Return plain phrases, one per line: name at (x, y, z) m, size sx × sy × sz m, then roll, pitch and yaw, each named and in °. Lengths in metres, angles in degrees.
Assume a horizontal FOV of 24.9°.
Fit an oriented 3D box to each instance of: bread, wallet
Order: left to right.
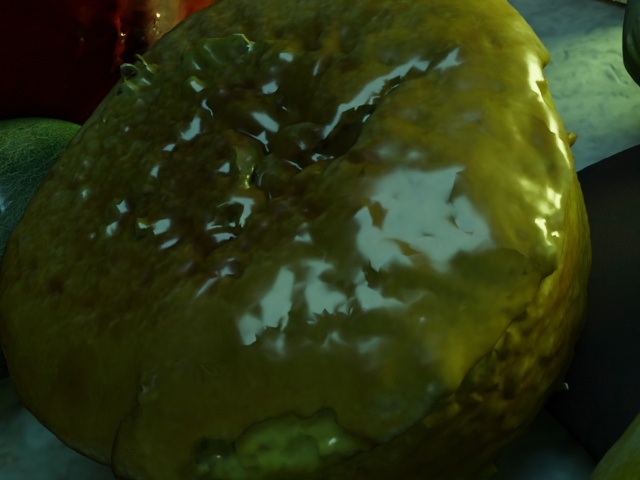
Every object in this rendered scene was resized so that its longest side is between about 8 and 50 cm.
bread at (0.000, 0.000, 0.618) m, size 0.268 × 0.146 × 0.268 m, roll -15°, pitch 50°, yaw 19°
wallet at (0.172, 0.036, 0.638) m, size 0.182 × 0.049 × 0.229 m, roll -28°, pitch 42°, yaw -16°

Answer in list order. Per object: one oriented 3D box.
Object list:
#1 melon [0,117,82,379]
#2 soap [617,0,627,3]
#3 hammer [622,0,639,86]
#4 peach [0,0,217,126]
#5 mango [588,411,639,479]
melon at (-0.162, 0.008, 0.701) m, size 0.114 × 0.114 × 0.167 m, roll 24°, pitch 51°, yaw 34°
soap at (0.137, -0.218, 0.867) m, size 0.183 × 0.121 × 0.064 m, roll 24°, pitch 54°, yaw 33°
hammer at (0.329, -0.137, 0.724) m, size 0.335 × 0.119 × 0.206 m, roll 12°, pitch 85°, yaw 5°
peach at (-0.175, -0.225, 0.786) m, size 0.370 × 0.370 × 0.370 m, roll -7°, pitch 42°, yaw 7°
mango at (0.195, 0.098, 0.469) m, size 0.316 × 0.146 × 0.193 m, roll -42°, pitch 91°, yaw -24°
